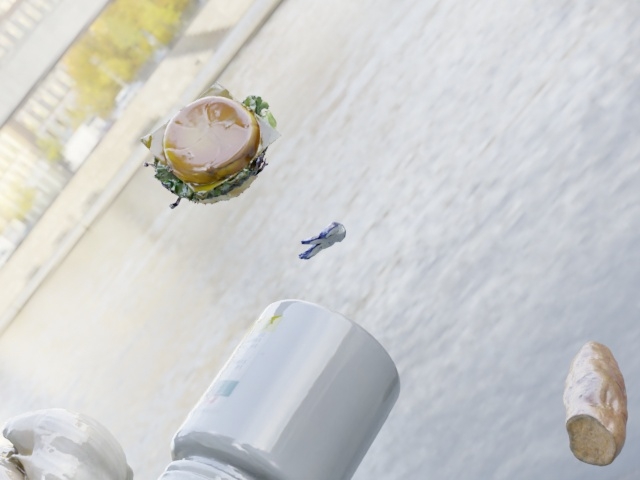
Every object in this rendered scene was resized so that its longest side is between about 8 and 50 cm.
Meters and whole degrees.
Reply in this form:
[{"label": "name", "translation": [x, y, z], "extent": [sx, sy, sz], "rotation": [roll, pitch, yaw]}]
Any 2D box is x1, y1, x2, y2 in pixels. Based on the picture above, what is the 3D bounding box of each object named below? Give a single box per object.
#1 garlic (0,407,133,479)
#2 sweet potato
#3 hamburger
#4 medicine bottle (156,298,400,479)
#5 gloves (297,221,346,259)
[{"label": "garlic", "translation": [-0.375, 0.331, 1.378], "extent": [0.281, 0.203, 0.185], "rotation": [-47, 1, 30]}, {"label": "sweet potato", "translation": [0.396, 0.223, 1.660], "extent": [0.097, 0.097, 0.251], "rotation": [-46, 15, 31]}, {"label": "hamburger", "translation": [-0.142, -0.122, 1.563], "extent": [0.190, 0.164, 0.093], "rotation": [-32, -30, -7]}, {"label": "medicine bottle", "translation": [-0.066, 0.255, 1.372], "extent": [0.339, 0.208, 0.208], "rotation": [-54, 10, -34]}, {"label": "gloves", "translation": [0.000, 0.000, 1.717], "extent": [0.086, 0.026, 0.064], "rotation": [-32, -20, -15]}]
